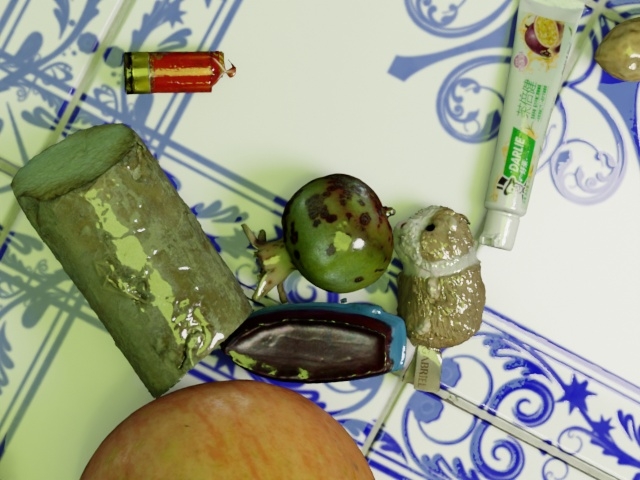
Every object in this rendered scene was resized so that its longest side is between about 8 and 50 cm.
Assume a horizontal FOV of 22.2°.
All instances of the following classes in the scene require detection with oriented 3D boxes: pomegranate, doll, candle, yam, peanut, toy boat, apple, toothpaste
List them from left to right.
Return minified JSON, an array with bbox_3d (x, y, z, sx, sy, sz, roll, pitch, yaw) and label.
[{"bbox_3d":[-0.209,0.014,1.839,0.168,0.168,0.304,-33,98,-3],"label":"yam"},{"bbox_3d":[-0.163,-0.195,1.888,0.131,0.052,0.052,-3,94,-7],"label":"candle"},{"bbox_3d":[-0.096,0.340,1.774,0.364,0.364,0.364,0,94,-6],"label":"apple"},{"bbox_3d":[-0.010,0.116,1.907,0.223,0.097,0.100,0,99,10],"label":"toy boat"},{"bbox_3d":[0.004,-0.002,1.888,0.169,0.148,0.148,-17,97,32],"label":"pomegranate"},{"bbox_3d":[0.139,0.068,1.910,0.115,0.105,0.221,1,88,-30],"label":"doll"},{"bbox_3d":[0.245,-0.144,1.941,0.058,0.056,0.314,13,89,-47],"label":"toothpaste"},{"bbox_3d":[0.417,-0.234,1.932,0.193,0.089,0.089,-16,96,-5],"label":"peanut"}]
